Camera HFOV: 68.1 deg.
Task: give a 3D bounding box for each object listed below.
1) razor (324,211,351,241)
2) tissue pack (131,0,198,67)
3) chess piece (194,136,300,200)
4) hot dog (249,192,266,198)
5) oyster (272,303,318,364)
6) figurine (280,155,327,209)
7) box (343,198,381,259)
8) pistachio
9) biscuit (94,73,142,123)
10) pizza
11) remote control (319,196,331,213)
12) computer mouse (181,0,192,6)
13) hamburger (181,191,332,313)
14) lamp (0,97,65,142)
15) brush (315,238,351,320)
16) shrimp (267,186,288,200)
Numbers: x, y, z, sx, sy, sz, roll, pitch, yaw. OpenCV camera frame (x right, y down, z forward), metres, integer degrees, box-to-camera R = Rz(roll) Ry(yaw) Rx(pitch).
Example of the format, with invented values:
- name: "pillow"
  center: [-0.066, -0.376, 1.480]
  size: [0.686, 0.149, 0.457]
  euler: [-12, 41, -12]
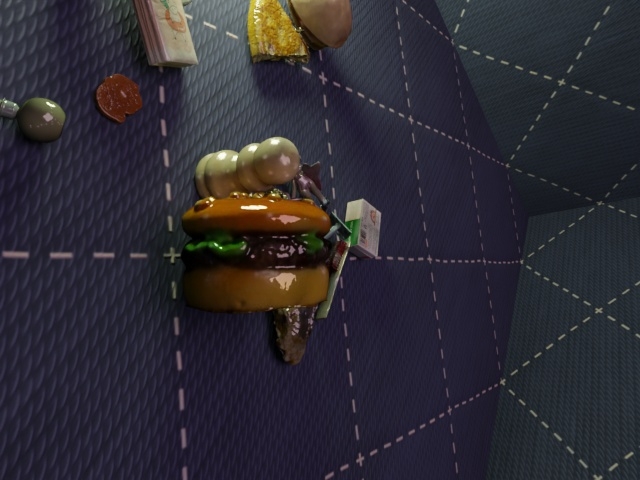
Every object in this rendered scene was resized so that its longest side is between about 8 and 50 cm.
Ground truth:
- name: "razor"
  center: [0.000, 0.000, 1.619]
  size: [0.106, 0.068, 0.232]
  euler: [46, 52, 7]
- name: "tissue pack"
  center: [-0.415, -0.614, 1.207]
  size: [0.170, 0.071, 0.324]
  euler: [-48, 129, -68]
- name: "chess piece"
  center: [-0.181, -0.188, 1.267]
  size: [0.167, 0.300, 0.166]
  euler: [17, 68, -49]
- name: "hot dog"
  center: [-0.145, -0.037, 1.444]
  size: [0.249, 0.068, 0.100]
  euler: [62, 3, -12]
- name: "oyster"
  center: [-0.073, 0.198, 1.452]
  size: [0.166, 0.111, 0.340]
  euler: [40, 52, -39]
- name: "figurine"
  center: [-0.085, -0.181, 1.561]
  size: [0.205, 0.103, 0.260]
  euler: [-46, 125, -5]
- name: "box"
  center: [0.161, -0.042, 1.821]
  size: [0.135, 0.081, 0.198]
  euler: [32, 59, -43]
- name: "pistachio"
  center: [-0.013, -0.845, 1.705]
  size: [0.229, 0.230, 0.308]
  euler: [-59, 136, -40]
- name: "biscuit"
  center: [-0.491, -0.347, 1.152]
  size: [0.102, 0.019, 0.130]
  euler: [49, 48, -31]
- name: "pizza"
  center: [-0.140, -0.681, 1.626]
  size: [0.288, 0.075, 0.279]
  euler: [25, 66, -47]
- name: "remote control"
  center: [0.010, -0.115, 1.707]
  size: [0.039, 0.014, 0.096]
  euler: [50, 48, -31]
- name: "computer mouse"
  center: [-0.411, -0.677, 1.323]
  size: [0.110, 0.032, 0.055]
  euler: [-40, 111, -36]
- name: "hamburger"
  center: [-0.155, 0.019, 1.186]
  size: [0.396, 0.396, 0.276]
  euler: [-1, 91, -51]
- name: "lamp"
  center: [-0.606, -0.257, 0.950]
  size: [0.164, 0.091, 0.090]
  euler: [18, 67, -31]
- name: "brush"
  center: [0.037, 0.129, 1.646]
  size: [0.050, 0.060, 0.320]
  euler: [36, 53, -24]
- name: "shrimp"
  center: [-0.146, -0.164, 1.393]
  size: [0.046, 0.219, 0.152]
  euler: [-32, 115, -6]
